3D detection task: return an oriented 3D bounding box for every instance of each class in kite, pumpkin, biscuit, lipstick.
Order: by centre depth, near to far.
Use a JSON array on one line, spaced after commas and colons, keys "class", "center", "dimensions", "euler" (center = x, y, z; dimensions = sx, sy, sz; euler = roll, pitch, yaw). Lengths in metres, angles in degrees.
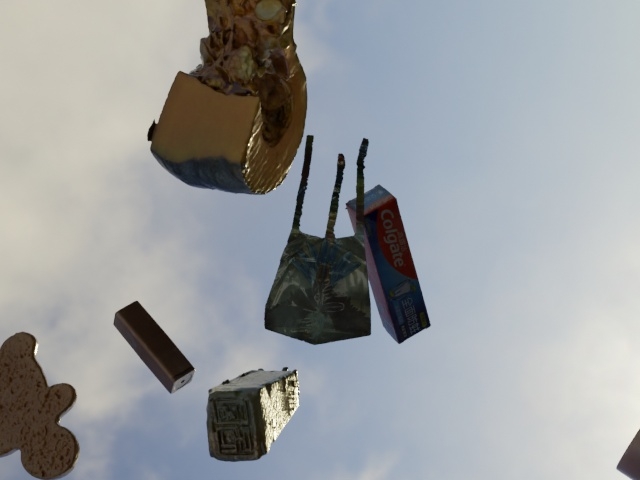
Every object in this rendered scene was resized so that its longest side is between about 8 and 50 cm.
[{"class": "pumpkin", "center": [-0.112, -0.183, 1.275], "dimensions": [0.190, 0.139, 0.280], "euler": [-56, -27, -35]}, {"class": "kite", "center": [0.001, 0.000, 1.580], "dimensions": [0.015, 0.169, 0.309], "euler": [-174, 85, -71]}, {"class": "lipstick", "center": [-0.250, 0.160, 1.612], "dimensions": [0.045, 0.045, 0.145], "euler": [-31, -113, -32]}, {"class": "biscuit", "center": [-0.460, 0.273, 1.688], "dimensions": [0.250, 0.165, 0.036], "euler": [48, 171, 24]}]

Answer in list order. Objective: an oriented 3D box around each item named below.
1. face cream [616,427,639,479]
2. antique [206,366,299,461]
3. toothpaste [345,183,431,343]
[{"class": "face cream", "center": [0.556, 0.334, 1.717], "dimensions": [0.149, 0.104, 0.149], "euler": [-46, -23, -27]}, {"class": "antique", "center": [-0.134, 0.344, 2.256], "dimensions": [0.284, 0.125, 0.150], "euler": [-33, -61, -70]}, {"class": "toothpaste", "center": [0.127, 0.048, 1.968], "dimensions": [0.066, 0.076, 0.320], "euler": [46, 161, 49]}]
